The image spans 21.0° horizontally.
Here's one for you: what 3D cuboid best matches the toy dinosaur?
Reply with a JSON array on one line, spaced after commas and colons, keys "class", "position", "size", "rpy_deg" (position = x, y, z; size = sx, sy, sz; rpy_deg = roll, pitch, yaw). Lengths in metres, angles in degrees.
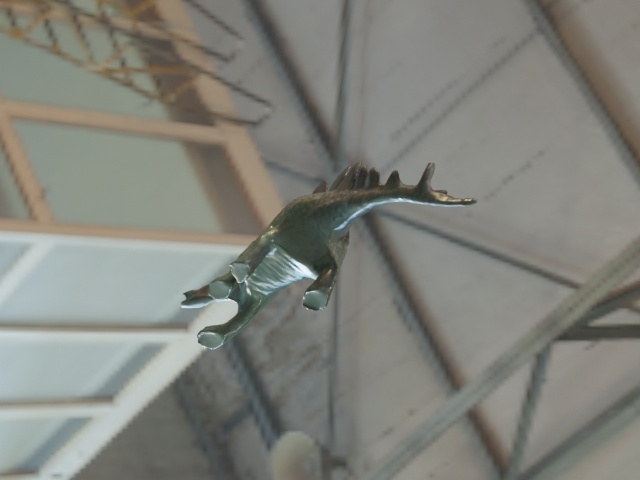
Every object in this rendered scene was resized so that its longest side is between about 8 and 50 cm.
[{"class": "toy dinosaur", "position": [-0.001, -0.002, 0.836], "size": [0.209, 0.082, 0.039], "rpy_deg": [-22, -66, 47]}]
